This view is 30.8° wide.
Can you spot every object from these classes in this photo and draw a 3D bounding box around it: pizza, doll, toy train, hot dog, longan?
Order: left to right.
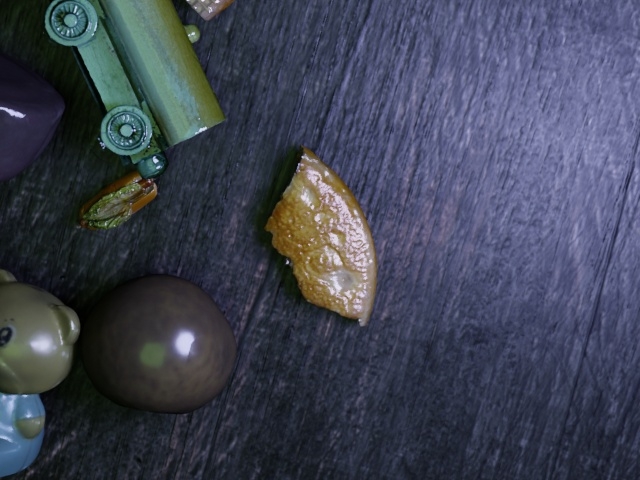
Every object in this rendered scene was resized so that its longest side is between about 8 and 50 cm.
[{"bbox_3d":[-0.438,0.184,1.619,0.177,0.161,0.261,26,103,25],"label":"doll"},{"bbox_3d":[-0.287,-0.052,1.634,0.133,0.041,0.056,-32,99,6],"label":"hot dog"},{"bbox_3d":[-0.250,-0.239,1.556,0.189,0.126,0.307,-24,99,4],"label":"toy train"},{"bbox_3d":[-0.221,0.146,1.601,0.212,0.198,0.198,31,99,-6],"label":"longan"},{"bbox_3d":[0.007,0.001,1.636,0.134,0.056,0.271,-29,101,3],"label":"pizza"}]

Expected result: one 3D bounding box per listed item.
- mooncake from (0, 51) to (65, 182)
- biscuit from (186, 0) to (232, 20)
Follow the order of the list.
[{"bbox_3d":[-0.462,-0.177,1.511,0.245,0.245,0.133,31,102,-5],"label":"mooncake"},{"bbox_3d":[-0.040,-0.449,1.551,0.378,0.054,0.094,-41,99,7],"label":"biscuit"}]
